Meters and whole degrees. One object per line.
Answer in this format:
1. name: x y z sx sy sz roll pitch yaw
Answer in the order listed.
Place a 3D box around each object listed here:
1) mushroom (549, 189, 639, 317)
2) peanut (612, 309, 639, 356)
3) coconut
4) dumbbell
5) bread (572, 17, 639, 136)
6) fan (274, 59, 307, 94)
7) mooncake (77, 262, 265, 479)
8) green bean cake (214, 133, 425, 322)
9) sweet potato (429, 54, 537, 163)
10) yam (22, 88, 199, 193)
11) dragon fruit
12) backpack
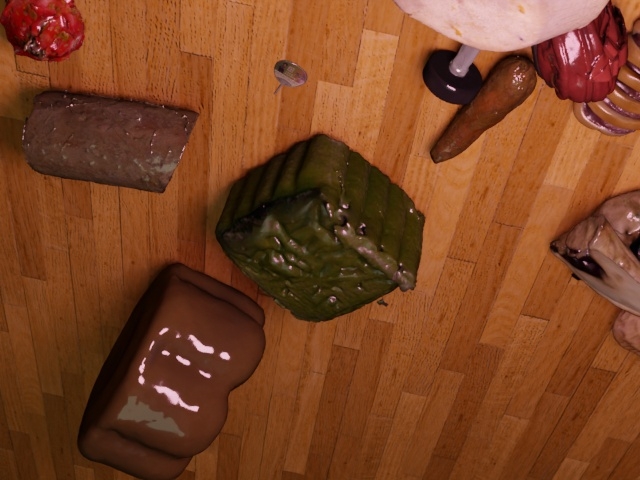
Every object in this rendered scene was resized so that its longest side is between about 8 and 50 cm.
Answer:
1. mushroom: 0.570 0.015 1.785 0.292 0.212 0.217 23 177 -15
2. peanut: 0.705 0.184 1.930 0.233 0.110 0.197 37 133 -20
3. coconut: 0.245 -0.444 1.232 0.346 0.360 0.346 27 162 10
4. dumbbell: 0.243 -0.311 1.534 0.100 0.100 0.191 21 138 -8
5. bread: 0.509 -0.251 1.539 0.134 0.081 0.225 20 137 -8
6. fan: -0.064 -0.291 1.709 0.080 0.003 0.060 -16 129 28
7. mooncake: -0.319 0.288 2.077 0.262 0.467 0.467 32 135 -14
8. green bean cake: 0.000 0.000 1.847 0.335 0.218 0.319 41 132 -24
9. sweet potato: 0.275 -0.220 1.647 0.075 0.075 0.273 28 139 -14
10. yam: -0.378 -0.182 1.795 0.304 0.168 0.168 10 137 6
11. dragon fruit: -0.500 -0.358 1.680 0.153 0.111 0.153 8 133 8
12. backpack: 0.377 -0.303 1.420 0.139 0.229 0.229 -9 133 17
